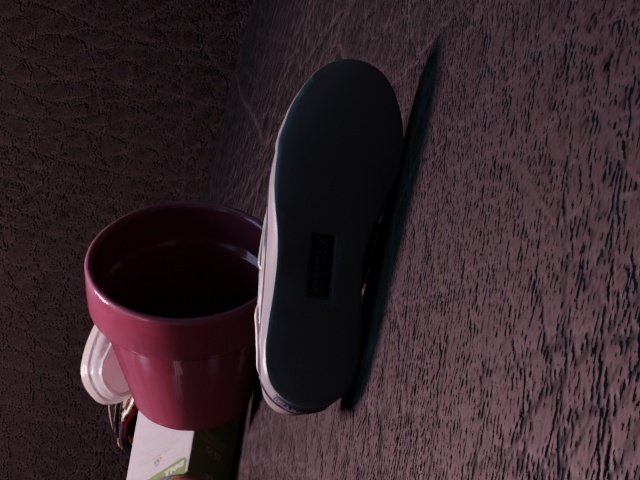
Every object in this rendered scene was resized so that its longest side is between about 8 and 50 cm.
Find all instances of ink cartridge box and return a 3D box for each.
[{"bbox_3d":[-0.151,0.246,1.986,0.109,0.062,0.209,-34,31,30],"label":"ink cartridge box"}]

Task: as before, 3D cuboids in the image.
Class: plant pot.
[{"bbox_3d":[-0.134,0.087,1.915,0.201,0.201,0.180,-84,-5,-51],"label":"plant pot"}]

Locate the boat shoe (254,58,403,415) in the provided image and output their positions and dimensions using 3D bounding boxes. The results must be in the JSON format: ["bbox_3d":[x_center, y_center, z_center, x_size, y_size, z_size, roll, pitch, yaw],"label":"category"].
[{"bbox_3d":[0.000,0.000,1.386,0.088,0.096,0.267,142,134,-71],"label":"boat shoe"}]

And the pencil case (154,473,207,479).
[{"bbox_3d":[-0.128,0.296,1.688,0.284,0.124,0.124,-135,60,-83],"label":"pencil case"}]

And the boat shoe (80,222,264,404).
[{"bbox_3d":[-0.151,0.071,2.053,0.096,0.098,0.277,8,52,50],"label":"boat shoe"}]

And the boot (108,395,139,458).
[{"bbox_3d":[-0.184,0.189,2.269,0.284,0.138,0.377,-85,19,-55],"label":"boot"}]
